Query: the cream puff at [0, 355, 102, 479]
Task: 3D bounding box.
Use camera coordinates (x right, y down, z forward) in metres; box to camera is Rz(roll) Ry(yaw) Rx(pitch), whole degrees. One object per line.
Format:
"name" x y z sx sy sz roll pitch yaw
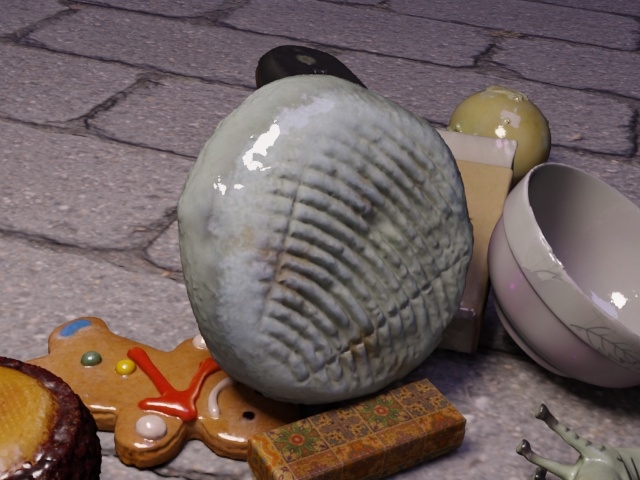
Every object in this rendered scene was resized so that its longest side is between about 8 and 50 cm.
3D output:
"cream puff" -0.300 0.209 0.764 0.239 0.165 0.239 4 30 -2

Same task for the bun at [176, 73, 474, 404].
"bun" -0.004 0.005 0.980 0.354 0.355 0.194 -13 14 -28

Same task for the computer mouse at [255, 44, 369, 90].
"computer mouse" -0.002 -0.239 1.620 0.183 0.116 0.323 -8 40 -25

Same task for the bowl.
"bowl" 0.307 0.058 1.078 0.287 0.144 0.287 26 37 -21

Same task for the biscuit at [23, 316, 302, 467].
"biscuit" -0.173 0.158 0.992 0.324 0.049 0.205 16 31 14

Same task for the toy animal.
"toy animal" 0.277 0.245 0.889 0.176 0.073 0.217 24 37 4

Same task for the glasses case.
"glasses case" 0.039 0.208 0.931 0.218 0.049 0.075 -13 36 -28

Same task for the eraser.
"eraser" 0.167 -0.013 1.206 0.144 0.078 0.343 9 47 13

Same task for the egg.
"egg" 0.292 -0.167 1.505 0.164 0.164 0.201 -8 29 -21
